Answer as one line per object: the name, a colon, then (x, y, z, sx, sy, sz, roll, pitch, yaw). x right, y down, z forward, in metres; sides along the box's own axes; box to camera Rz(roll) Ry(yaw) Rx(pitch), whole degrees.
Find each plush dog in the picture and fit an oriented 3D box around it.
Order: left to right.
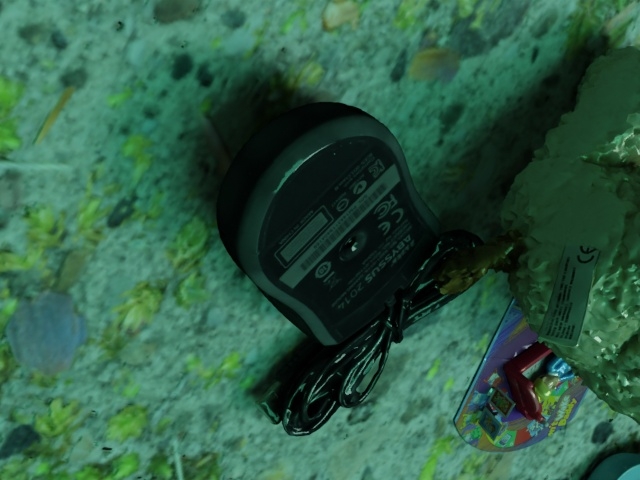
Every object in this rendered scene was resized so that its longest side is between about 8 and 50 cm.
plush dog: (0.205, 0.040, 1.088, 0.210, 0.262, 0.225, -29, 135, 5)

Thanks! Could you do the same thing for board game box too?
board game box: (0.180, 0.101, 1.248, 0.133, 0.033, 0.168, 7, 116, -40)

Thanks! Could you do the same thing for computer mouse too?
computer mouse: (0.000, 0.000, 1.020, 0.188, 0.072, 0.272, -42, 148, -8)

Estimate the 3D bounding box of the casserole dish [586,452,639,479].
casserole dish: (0.243, 0.250, 1.401, 0.114, 0.037, 0.188, 13, 112, -42)
